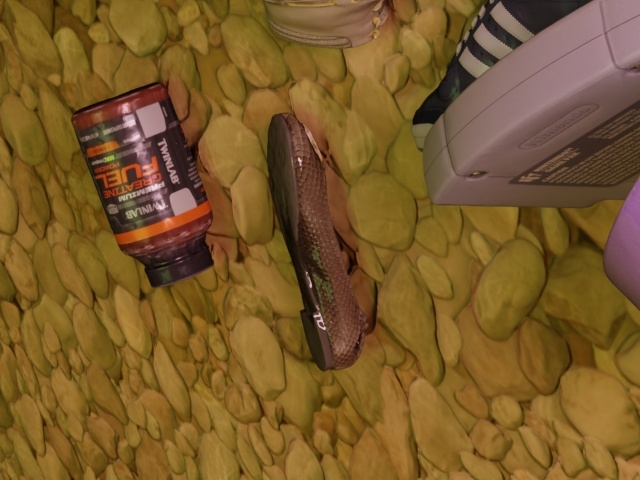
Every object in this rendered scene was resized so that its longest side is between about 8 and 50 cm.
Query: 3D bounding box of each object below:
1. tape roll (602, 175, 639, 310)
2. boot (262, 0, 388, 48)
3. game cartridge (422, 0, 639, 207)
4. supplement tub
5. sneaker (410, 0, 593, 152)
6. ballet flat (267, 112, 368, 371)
[{"bbox_3d":[0.290,-0.045,0.923,0.090,0.274,0.275,48,142,22],"label":"tape roll"},{"bbox_3d":[0.046,-0.213,1.293,0.165,0.213,0.077,53,-151,-74],"label":"boot"},{"bbox_3d":[0.203,-0.094,1.074,0.297,0.198,0.062,-34,56,54],"label":"game cartridge"},{"bbox_3d":[-0.174,-0.055,1.668,0.106,0.106,0.198,-10,104,54],"label":"supplement tub"},{"bbox_3d":[0.144,-0.171,1.188,0.282,0.099,0.153,-26,92,50],"label":"sneaker"},{"bbox_3d":[0.000,0.000,1.528,0.084,0.058,0.250,-164,61,-73],"label":"ballet flat"}]
